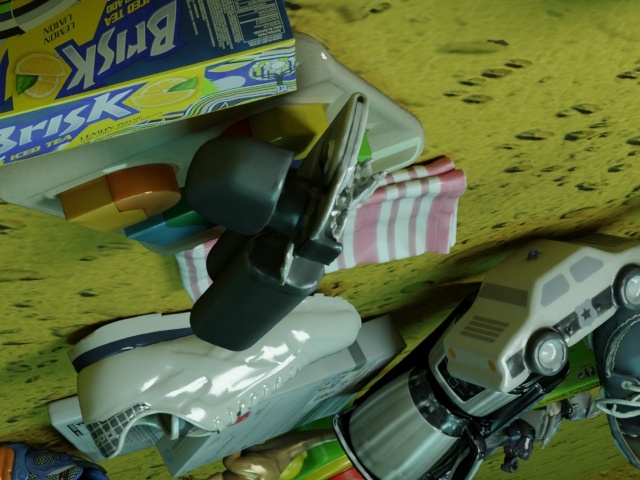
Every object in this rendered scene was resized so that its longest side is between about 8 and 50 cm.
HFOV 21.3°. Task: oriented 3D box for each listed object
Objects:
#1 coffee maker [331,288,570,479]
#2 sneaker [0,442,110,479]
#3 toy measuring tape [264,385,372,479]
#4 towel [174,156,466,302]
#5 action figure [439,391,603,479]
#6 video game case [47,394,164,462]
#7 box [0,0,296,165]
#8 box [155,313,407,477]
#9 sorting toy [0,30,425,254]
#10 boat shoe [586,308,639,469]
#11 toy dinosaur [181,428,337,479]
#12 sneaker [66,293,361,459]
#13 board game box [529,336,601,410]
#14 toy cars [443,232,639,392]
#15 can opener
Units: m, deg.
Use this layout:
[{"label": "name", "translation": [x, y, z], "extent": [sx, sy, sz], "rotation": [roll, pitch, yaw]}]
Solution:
[{"label": "coffee maker", "translation": [0.118, 0.121, 1.477], "extent": [0.178, 0.120, 0.171], "rotation": [-44, -170, 32]}, {"label": "sneaker", "translation": [-0.233, 0.240, 1.589], "extent": [0.087, 0.083, 0.221], "rotation": [4, 170, 14]}, {"label": "toy measuring tape", "translation": [0.043, 0.194, 1.719], "extent": [0.121, 0.121, 0.330], "rotation": [-29, 170, 38]}, {"label": "towel", "translation": [0.000, 0.000, 1.143], "extent": [0.197, 0.029, 0.144], "rotation": [-15, 163, -3]}, {"label": "action figure", "translation": [0.208, 0.237, 2.036], "extent": [0.285, 0.099, 0.185], "rotation": [-18, 159, -6]}, {"label": "video game case", "translation": [-0.132, 0.149, 1.529], "extent": [0.193, 0.023, 0.212], "rotation": [-16, 163, -2]}, {"label": "box", "translation": [-0.098, -0.078, 0.737], "extent": [0.169, 0.054, 0.059], "rotation": [-14, 164, -5]}, {"label": "box", "translation": [-0.034, 0.134, 1.462], "extent": [0.186, 0.038, 0.145], "rotation": [-19, 161, -35]}, {"label": "sorting toy", "translation": [-0.053, -0.040, 0.938], "extent": [0.193, 0.038, 0.208], "rotation": [-20, 163, 15]}, {"label": "boat shoe", "translation": [0.278, 0.123, 1.463], "extent": [0.095, 0.079, 0.254], "rotation": [-10, 147, 0]}, {"label": "toy dinosaur", "translation": [-0.058, 0.205, 1.558], "extent": [0.211, 0.112, 0.064], "rotation": [-35, 157, -21]}, {"label": "sneaker", "translation": [-0.073, 0.100, 1.296], "extent": [0.235, 0.095, 0.090], "rotation": [-11, 162, -22]}, {"label": "board game box", "translation": [0.221, 0.098, 1.578], "extent": [0.181, 0.092, 0.043], "rotation": [-21, 163, 18]}, {"label": "toy cars", "translation": [0.270, 0.002, 1.301], "extent": [0.393, 0.087, 0.176], "rotation": [-19, -160, 16]}, {"label": "can opener", "translation": [-0.032, -0.009, 0.911], "extent": [0.093, 0.074, 0.280], "rotation": [19, 160, -5]}]
